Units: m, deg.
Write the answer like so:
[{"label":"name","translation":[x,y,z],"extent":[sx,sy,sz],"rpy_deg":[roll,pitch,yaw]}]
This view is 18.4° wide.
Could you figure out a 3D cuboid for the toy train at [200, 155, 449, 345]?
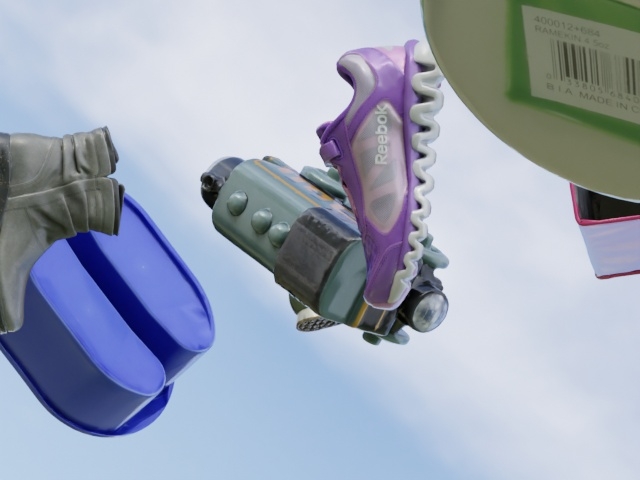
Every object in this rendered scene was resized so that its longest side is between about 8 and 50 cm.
[{"label":"toy train","translation":[0.000,0.000,2.197],"extent":[0.190,0.142,0.334],"rpy_deg":[20,13,-43]}]

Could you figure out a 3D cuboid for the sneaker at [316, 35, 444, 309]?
[{"label":"sneaker","translation":[0.045,-0.061,1.670],"extent":[0.105,0.236,0.095],"rpy_deg":[5,-5,-2]}]

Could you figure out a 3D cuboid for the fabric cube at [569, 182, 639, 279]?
[{"label":"fabric cube","translation":[0.367,-0.121,1.912],"extent":[0.258,0.259,0.254],"rpy_deg":[48,35,-71]}]

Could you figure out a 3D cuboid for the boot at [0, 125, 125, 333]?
[{"label":"boot","translation":[-0.309,-0.013,2.308],"extent":[0.083,0.161,0.246],"rpy_deg":[-178,-91,-83]}]

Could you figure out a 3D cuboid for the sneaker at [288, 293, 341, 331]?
[{"label":"sneaker","translation":[0.047,0.055,2.489],"extent":[0.064,0.192,0.086],"rpy_deg":[-54,-130,58]}]

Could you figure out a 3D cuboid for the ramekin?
[{"label":"ramekin","translation":[0.215,-0.164,1.330],"extent":[0.303,0.148,0.303],"rpy_deg":[24,-32,16]}]

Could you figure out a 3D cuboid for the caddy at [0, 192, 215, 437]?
[{"label":"caddy","translation":[-0.302,0.089,2.553],"extent":[0.179,0.241,0.341],"rpy_deg":[-33,-85,44]}]
